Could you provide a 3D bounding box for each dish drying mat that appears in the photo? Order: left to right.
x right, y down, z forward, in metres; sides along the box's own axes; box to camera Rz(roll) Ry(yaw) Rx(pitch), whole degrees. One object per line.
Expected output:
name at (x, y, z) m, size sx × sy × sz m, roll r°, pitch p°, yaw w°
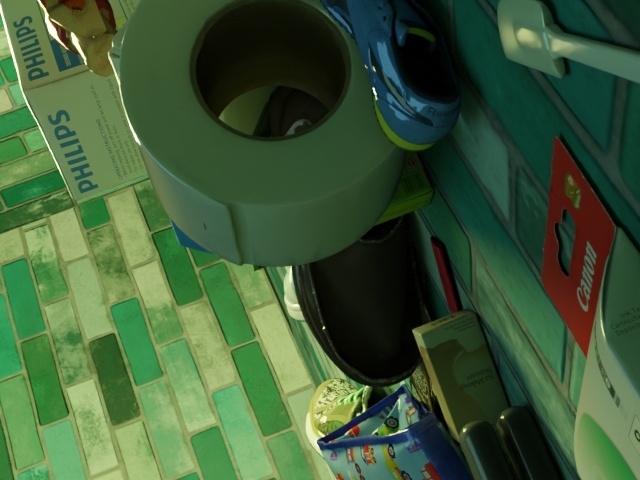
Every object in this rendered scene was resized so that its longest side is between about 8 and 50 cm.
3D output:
dish drying mat at (0.125, 0.037, 1.140) m, size 0.032 × 0.008 × 0.083 m, roll -125°, pitch 14°, yaw -66°

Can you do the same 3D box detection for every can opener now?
can opener at (0.202, 0.291, 1.020) m, size 0.095 × 0.076 × 0.283 m, roll 94°, pitch 155°, yaw -72°

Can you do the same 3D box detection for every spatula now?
spatula at (0.118, -0.154, 0.592) m, size 0.242 × 0.019 × 0.168 m, roll -129°, pitch 20°, yaw -69°

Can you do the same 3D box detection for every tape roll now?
tape roll at (-0.041, -0.115, 0.995) m, size 0.169 × 0.246 × 0.246 m, roll 91°, pitch 157°, yaw -73°

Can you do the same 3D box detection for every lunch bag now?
lunch bag at (0.129, 0.285, 1.240) m, size 0.221 × 0.138 × 0.293 m, roll 58°, pitch 169°, yaw -1°

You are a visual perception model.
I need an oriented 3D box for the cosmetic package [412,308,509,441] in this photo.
cosmetic package at (0.137, 0.130, 1.106) m, size 0.041 × 0.060 × 0.115 m, roll -159°, pitch 47°, yaw -83°

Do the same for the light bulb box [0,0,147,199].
light bulb box at (-0.276, -0.300, 1.764) m, size 0.225 × 0.361 × 0.358 m, roll 76°, pitch 170°, yaw -45°

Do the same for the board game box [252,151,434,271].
board game box at (0.005, -0.048, 1.087) m, size 0.043 × 0.181 × 0.092 m, roll 93°, pitch 155°, yaw -73°

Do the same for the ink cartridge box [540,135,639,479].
ink cartridge box at (0.173, 0.075, 0.711) m, size 0.181 × 0.056 × 0.224 m, roll 80°, pitch 165°, yaw -56°

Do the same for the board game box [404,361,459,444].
board game box at (0.131, 0.172, 1.407) m, size 0.186 × 0.026 × 0.126 m, roll 79°, pitch 168°, yaw -55°

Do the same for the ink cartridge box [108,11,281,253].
ink cartridge box at (-0.095, -0.157, 1.307) m, size 0.129 × 0.223 × 0.307 m, roll 15°, pitch 145°, yaw 22°

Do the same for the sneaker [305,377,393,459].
sneaker at (0.086, 0.302, 1.896) m, size 0.410 × 0.158 × 0.182 m, roll -123°, pitch 45°, yaw -66°

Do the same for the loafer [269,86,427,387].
loafer at (0.031, 0.004, 1.236) m, size 0.130 × 0.134 × 0.366 m, roll -136°, pitch 26°, yaw -71°

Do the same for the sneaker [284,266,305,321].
sneaker at (0.000, 0.000, 1.528) m, size 0.208 × 0.127 × 0.319 m, roll 68°, pitch 164°, yaw -7°

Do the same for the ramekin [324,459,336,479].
ramekin at (0.112, 0.375, 1.573) m, size 0.303 × 0.148 × 0.303 m, roll 160°, pitch 90°, yaw -87°

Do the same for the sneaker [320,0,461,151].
sneaker at (0.054, -0.172, 0.872) m, size 0.209 × 0.069 × 0.082 m, roll 67°, pitch 159°, yaw 16°

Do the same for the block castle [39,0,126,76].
block castle at (-0.241, -0.445, 1.337) m, size 0.213 × 0.303 × 0.453 m, roll 49°, pitch 160°, yaw 52°
